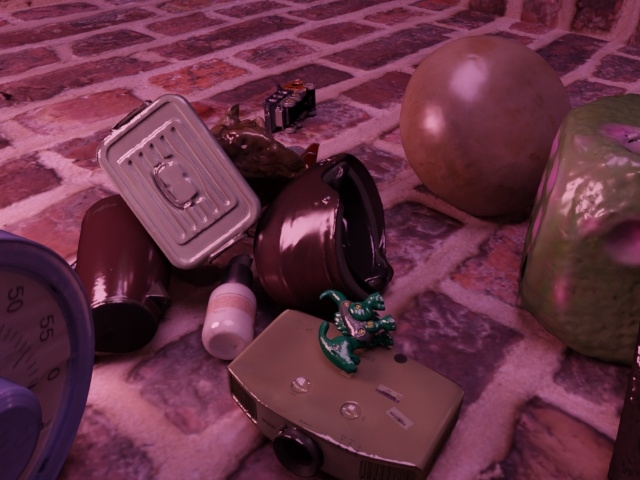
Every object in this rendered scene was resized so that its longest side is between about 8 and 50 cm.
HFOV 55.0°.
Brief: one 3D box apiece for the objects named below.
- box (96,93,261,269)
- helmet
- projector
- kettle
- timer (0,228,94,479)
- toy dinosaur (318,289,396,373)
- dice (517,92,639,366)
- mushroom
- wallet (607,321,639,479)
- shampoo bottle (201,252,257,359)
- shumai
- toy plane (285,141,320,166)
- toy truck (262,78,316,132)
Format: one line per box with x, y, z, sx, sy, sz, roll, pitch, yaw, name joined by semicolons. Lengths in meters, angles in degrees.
-0.199;-0.088;0.936;0.163;0.243;0.135;-37;1;6;box
0.000;0.000;0.970;0.177;0.225;0.305;-19;18;18;helmet
0.021;0.204;0.763;0.269;0.088;0.193;22;38;24;projector
-0.314;0.059;0.906;0.201;0.144;0.232;-17;38;1;kettle
-0.348;0.155;0.561;0.173;0.395;0.395;14;36;16;timer
0.038;0.109;0.788;0.096;0.059;0.132;-14;44;-18;toy dinosaur
0.491;-0.017;0.929;0.330;0.323;0.318;13;35;10;dice
0.320;-0.224;1.246;0.362;0.363;0.294;-9;-4;-18;mushroom
0.457;0.154;0.721;0.170;0.321;0.044;12;-2;12;wallet
-0.132;0.092;0.924;0.073;0.074;0.192;1;33;-4;shampoo bottle
-0.133;-0.167;1.087;0.218;0.183;0.186;-16;64;34;shumai
-0.140;-0.151;1.256;0.326;0.105;0.223;5;33;9;toy plane
-0.080;-0.341;1.553;0.092;0.083;0.192;12;36;20;toy truck
